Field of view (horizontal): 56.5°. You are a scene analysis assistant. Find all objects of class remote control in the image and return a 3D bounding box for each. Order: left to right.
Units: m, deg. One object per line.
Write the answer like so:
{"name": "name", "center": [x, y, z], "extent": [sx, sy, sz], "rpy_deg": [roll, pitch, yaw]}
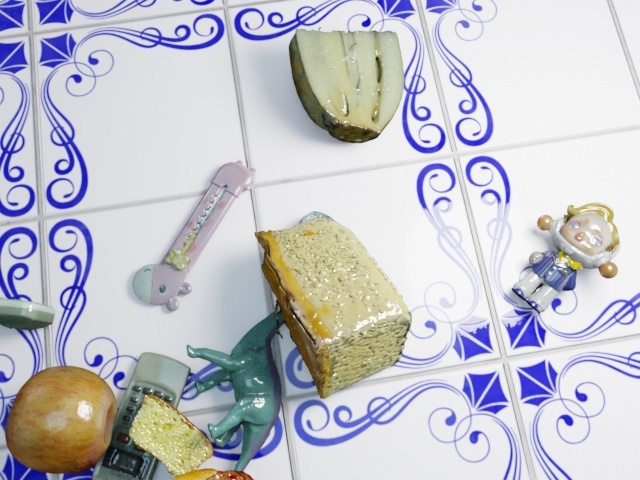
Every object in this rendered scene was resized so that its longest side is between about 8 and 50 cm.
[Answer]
{"name": "remote control", "center": [-0.757, 0.150, 1.280], "extent": [0.335, 0.128, 0.066], "rpy_deg": [5, 75, 1]}
{"name": "remote control", "center": [-0.378, 0.385, 1.271], "extent": [0.123, 0.038, 0.285], "rpy_deg": [19, 76, 5]}

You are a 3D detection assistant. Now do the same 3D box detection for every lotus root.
{"name": "lotus root", "center": [0.069, -0.353, 1.420], "extent": [0.267, 0.149, 0.260], "rpy_deg": [-7, 79, -21]}

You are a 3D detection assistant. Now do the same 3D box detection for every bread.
{"name": "bread", "center": [-0.311, 0.402, 1.223], "extent": [0.187, 0.065, 0.103], "rpy_deg": [39, 73, -5]}
{"name": "bread", "center": [0.016, 0.144, 1.282], "extent": [0.248, 0.279, 0.315], "rpy_deg": [-20, 45, -16]}

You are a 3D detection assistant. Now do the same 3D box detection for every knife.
{"name": "knife", "center": [-0.286, -0.024, 1.379], "extent": [0.132, 0.038, 0.399], "rpy_deg": [30, 76, 4]}

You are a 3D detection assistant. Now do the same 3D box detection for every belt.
{"name": "belt", "center": [0.000, 0.000, 1.366], "extent": [0.105, 0.058, 0.140], "rpy_deg": [-23, 76, -10]}

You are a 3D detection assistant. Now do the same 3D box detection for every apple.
{"name": "apple", "center": [-0.512, 0.356, 1.192], "extent": [0.187, 0.211, 0.211], "rpy_deg": [11, 75, -6]}

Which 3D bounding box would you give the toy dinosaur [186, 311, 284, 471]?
{"name": "toy dinosaur", "center": [-0.094, 0.302, 1.276], "extent": [0.330, 0.129, 0.383], "rpy_deg": [-17, 77, -14]}

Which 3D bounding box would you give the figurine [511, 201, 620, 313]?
{"name": "figurine", "center": [0.562, 0.046, 1.334], "extent": [0.193, 0.133, 0.274], "rpy_deg": [19, 81, 28]}

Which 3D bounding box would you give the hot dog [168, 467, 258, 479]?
{"name": "hot dog", "center": [-0.176, 0.564, 1.085], "extent": [0.185, 0.405, 0.223], "rpy_deg": [30, 46, 34]}
